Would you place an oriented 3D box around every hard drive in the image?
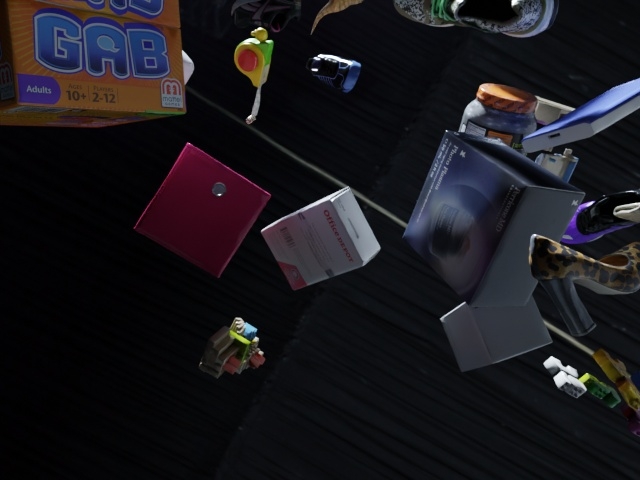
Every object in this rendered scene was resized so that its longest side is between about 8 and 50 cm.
[{"bbox_3d":[0.650,-0.301,1.328,0.318,0.040,0.210,-29,8,-19],"label":"hard drive"}]

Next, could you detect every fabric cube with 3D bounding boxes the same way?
[{"bbox_3d":[-0.320,-0.091,1.567,0.258,0.254,0.259,-57,15,1],"label":"fabric cube"}]

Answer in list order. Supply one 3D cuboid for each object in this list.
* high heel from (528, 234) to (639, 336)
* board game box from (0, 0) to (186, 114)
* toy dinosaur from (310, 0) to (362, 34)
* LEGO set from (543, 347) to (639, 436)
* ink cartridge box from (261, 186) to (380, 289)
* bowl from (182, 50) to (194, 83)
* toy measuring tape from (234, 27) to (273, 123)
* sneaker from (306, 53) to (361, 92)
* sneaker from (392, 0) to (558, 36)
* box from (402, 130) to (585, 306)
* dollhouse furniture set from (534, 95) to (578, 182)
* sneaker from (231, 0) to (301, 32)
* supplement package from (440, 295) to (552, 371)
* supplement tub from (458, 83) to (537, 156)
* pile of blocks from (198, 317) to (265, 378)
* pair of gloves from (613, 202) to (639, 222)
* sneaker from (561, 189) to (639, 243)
[{"bbox_3d":[0.474,0.019,1.008,0.261,0.186,0.093,-36,8,-28],"label":"high heel"},{"bbox_3d":[-0.538,-0.428,1.176,0.356,0.356,0.357,-12,-79,-51],"label":"board game box"},{"bbox_3d":[0.044,-0.761,1.855,0.211,0.112,0.064,-25,26,3],"label":"toy dinosaur"},{"bbox_3d":[0.479,0.248,0.912,0.087,0.227,0.093,-53,17,26],"label":"LEGO set"},{"bbox_3d":[0.000,0.000,1.640,0.283,0.207,0.117,-22,9,39],"label":"ink cartridge box"},{"bbox_3d":[-0.474,-0.530,1.775,0.142,0.142,0.053,-49,-17,19],"label":"bowl"},{"bbox_3d":[-0.242,-0.560,1.942,0.121,0.121,0.330,-61,-7,-52],"label":"toy measuring tape"},{"bbox_3d":[0.029,-0.440,1.498,0.232,0.090,0.081,-138,65,-67],"label":"sneaker"},{"bbox_3d":[0.335,-0.571,1.363,0.182,0.410,0.158,-29,-51,-46],"label":"sneaker"},{"bbox_3d":[0.371,-0.052,1.301,0.294,0.182,0.296,52,131,50],"label":"box"},{"bbox_3d":[0.647,-0.277,1.773,0.286,0.198,0.303,-7,-60,-45],"label":"dollhouse furniture set"},{"bbox_3d":[-0.106,-0.436,1.110,0.072,0.077,0.178,-11,6,-42],"label":"sneaker"},{"bbox_3d":[0.477,0.249,1.605,0.177,0.175,0.293,-17,-16,-7],"label":"supplement package"},{"bbox_3d":[0.461,-0.248,1.560,0.193,0.193,0.316,-62,-15,-59],"label":"supplement tub"},{"bbox_3d":[-0.219,0.315,1.675,0.149,0.112,0.362,-62,-12,2],"label":"pile of blocks"},{"bbox_3d":[0.634,-0.031,0.927,0.240,0.204,0.042,171,107,-75],"label":"pair of gloves"},{"bbox_3d":[0.720,-0.067,1.478,0.293,0.146,0.102,-26,70,48],"label":"sneaker"}]
